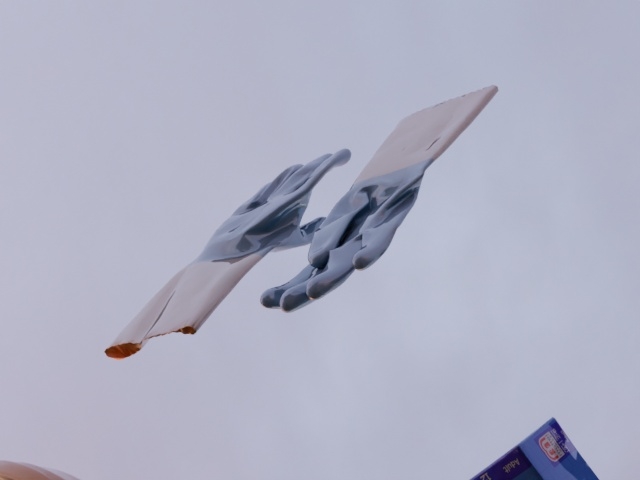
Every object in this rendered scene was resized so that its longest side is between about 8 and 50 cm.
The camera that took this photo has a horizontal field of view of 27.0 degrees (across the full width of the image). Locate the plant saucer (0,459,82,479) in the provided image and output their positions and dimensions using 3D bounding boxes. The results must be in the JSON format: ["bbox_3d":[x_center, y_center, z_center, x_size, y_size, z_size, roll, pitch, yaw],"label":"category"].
[{"bbox_3d":[-0.134,0.207,0.772,0.200,0.037,0.200,27,-44,30],"label":"plant saucer"}]

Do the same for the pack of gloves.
[{"bbox_3d":[0.000,0.000,0.840,0.195,0.232,0.046,-16,-66,39],"label":"pack of gloves"}]

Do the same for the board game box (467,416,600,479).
[{"bbox_3d":[0.113,0.215,0.638,0.160,0.047,0.210,-44,-103,32],"label":"board game box"}]
